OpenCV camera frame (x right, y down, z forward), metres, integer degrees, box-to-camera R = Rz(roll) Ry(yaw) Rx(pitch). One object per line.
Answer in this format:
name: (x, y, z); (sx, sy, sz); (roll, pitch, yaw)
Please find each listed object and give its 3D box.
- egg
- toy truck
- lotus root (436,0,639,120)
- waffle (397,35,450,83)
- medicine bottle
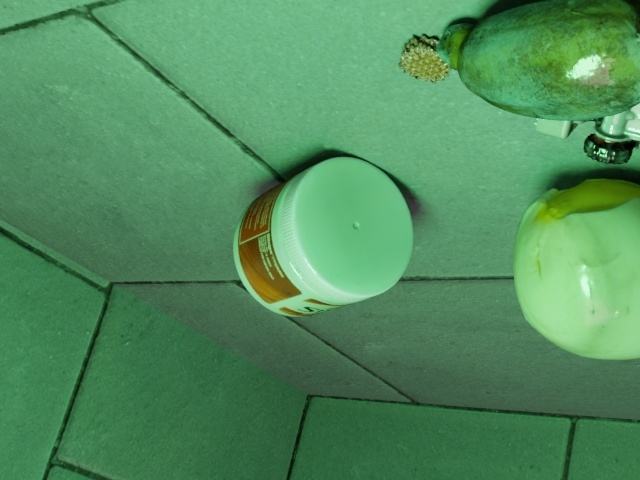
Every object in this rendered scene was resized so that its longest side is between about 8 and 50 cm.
egg: (0.467, 0.049, 1.493); (0.345, 0.283, 0.283); (9, 163, -27)
toy truck: (0.430, -0.164, 1.222); (0.286, 0.111, 0.136); (17, 128, 16)
lotus root: (0.263, -0.212, 1.137); (0.158, 0.140, 0.322); (-11, -170, -38)
waffle: (0.148, -0.250, 1.303); (0.075, 0.029, 0.083); (13, 155, -4)
medicine bottle: (0.000, 0.000, 1.704); (0.252, 0.252, 0.241); (24, 156, -23)
